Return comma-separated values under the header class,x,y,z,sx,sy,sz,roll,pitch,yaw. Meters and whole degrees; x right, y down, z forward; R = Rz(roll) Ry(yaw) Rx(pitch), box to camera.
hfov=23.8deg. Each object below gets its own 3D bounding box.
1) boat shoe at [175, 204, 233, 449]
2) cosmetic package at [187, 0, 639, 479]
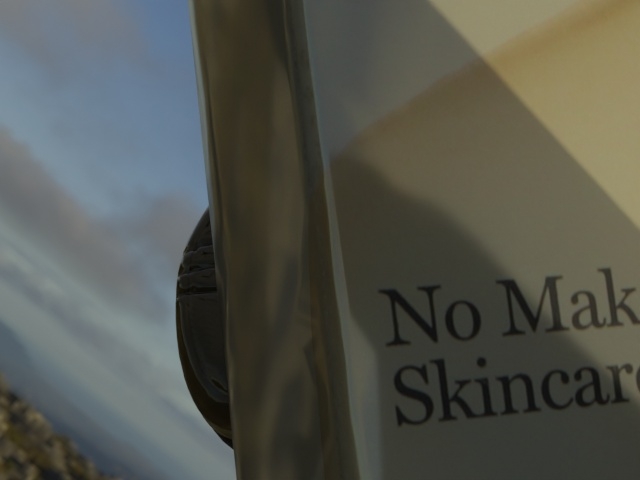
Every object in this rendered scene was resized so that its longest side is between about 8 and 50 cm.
class,x,y,z,sx,sy,sz,roll,pitch,yaw
boat shoe,-0.001,0.000,0.556,0.223,0.080,0.073,-87,165,-49
cosmetic package,0.062,0.044,0.411,0.113,0.160,0.309,150,-66,-71
